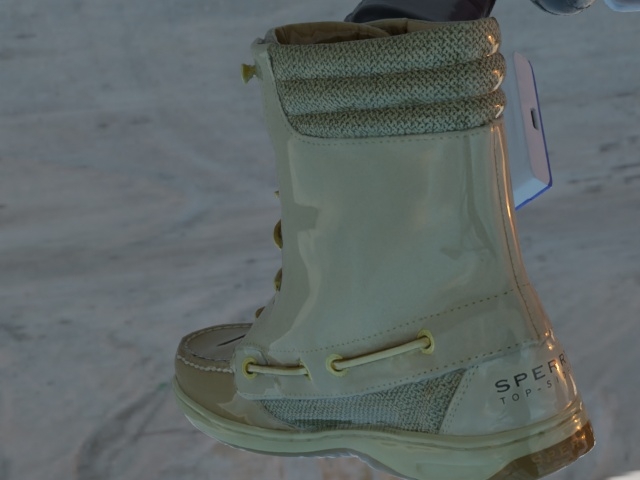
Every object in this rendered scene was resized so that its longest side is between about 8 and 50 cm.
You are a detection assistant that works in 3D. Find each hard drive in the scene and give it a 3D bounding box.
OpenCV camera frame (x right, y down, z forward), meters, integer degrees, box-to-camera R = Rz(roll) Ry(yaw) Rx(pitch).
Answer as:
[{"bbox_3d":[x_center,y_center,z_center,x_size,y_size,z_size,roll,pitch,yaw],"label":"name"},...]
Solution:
[{"bbox_3d":[0.148,-0.069,1.567,0.040,0.210,0.319,27,133,-30],"label":"hard drive"}]

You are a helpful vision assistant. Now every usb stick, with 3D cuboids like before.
[{"bbox_3d":[0.078,-0.166,0.811,0.077,0.045,0.278,14,-150,9],"label":"usb stick"}]

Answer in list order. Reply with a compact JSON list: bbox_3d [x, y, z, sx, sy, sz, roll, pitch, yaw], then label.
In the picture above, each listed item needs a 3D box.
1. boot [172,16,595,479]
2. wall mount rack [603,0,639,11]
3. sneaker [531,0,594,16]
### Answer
[{"bbox_3d":[0.000,0.000,0.589,0.095,0.203,0.262,-21,-166,-35],"label":"boot"},{"bbox_3d":[0.314,-0.367,1.050,0.131,0.304,0.350,-3,177,-18],"label":"wall mount rack"},{"bbox_3d":[0.194,-0.244,0.803,0.101,0.106,0.267,-40,152,-30],"label":"sneaker"}]
